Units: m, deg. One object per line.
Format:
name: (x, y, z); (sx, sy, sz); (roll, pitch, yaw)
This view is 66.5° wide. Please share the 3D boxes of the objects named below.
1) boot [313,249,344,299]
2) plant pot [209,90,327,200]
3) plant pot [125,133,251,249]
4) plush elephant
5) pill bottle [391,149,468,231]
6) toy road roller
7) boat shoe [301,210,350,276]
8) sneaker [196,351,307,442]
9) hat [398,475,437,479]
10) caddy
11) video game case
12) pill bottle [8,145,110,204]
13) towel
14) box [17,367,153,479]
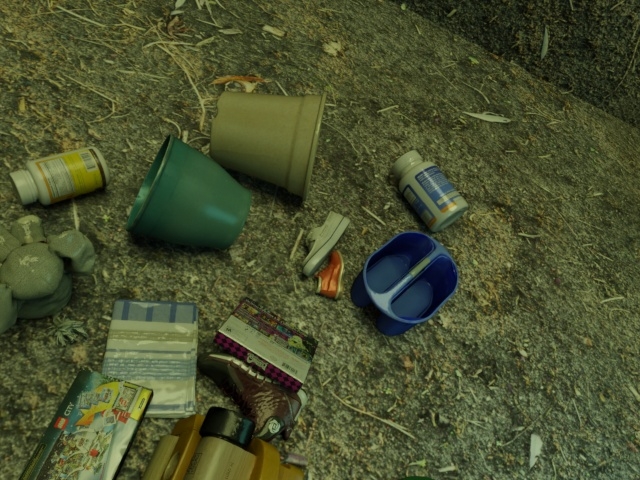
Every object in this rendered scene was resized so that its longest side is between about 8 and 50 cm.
boot: (0.024, 0.092, 1.424); (0.085, 0.059, 0.157); (11, 56, -10)
plant pot: (-0.160, -0.311, 1.479); (0.306, 0.333, 0.333); (11, 54, -2)
plant pot: (-0.334, -0.101, 1.288); (0.255, 0.272, 0.271); (25, 50, -26)
plush elephant: (-0.632, 0.065, 1.036); (0.330, 0.255, 0.272); (40, 52, 6)
pill bottle: (0.369, -0.176, 1.687); (0.152, 0.152, 0.272); (-22, 69, -33)
toy road roller: (-0.187, 0.474, 0.934); (0.241, 0.330, 0.202); (36, 50, -20)
boat shoe: (0.000, 0.000, 1.452); (0.088, 0.096, 0.267); (32, 50, 5)
sneaker: (-0.175, 0.375, 1.122); (0.282, 0.106, 0.162); (25, 55, -7)
hat: (0.258, 0.685, 1.148); (0.209, 0.183, 0.173); (0, 37, 28)
caddy: (0.253, 0.117, 1.426); (0.241, 0.179, 0.341); (46, 53, 12)
video game case: (-0.125, 0.248, 1.199); (0.232, 0.041, 0.210); (32, 18, -1)
pill bottle: (-0.671, -0.164, 1.261); (0.215, 0.117, 0.117); (-25, 71, -34)
towel: (-0.394, 0.272, 1.142); (0.210, 0.034, 0.284); (5, 55, -17)
box: (-0.461, 0.391, 0.982); (0.159, 0.044, 0.233); (18, 52, -2)
